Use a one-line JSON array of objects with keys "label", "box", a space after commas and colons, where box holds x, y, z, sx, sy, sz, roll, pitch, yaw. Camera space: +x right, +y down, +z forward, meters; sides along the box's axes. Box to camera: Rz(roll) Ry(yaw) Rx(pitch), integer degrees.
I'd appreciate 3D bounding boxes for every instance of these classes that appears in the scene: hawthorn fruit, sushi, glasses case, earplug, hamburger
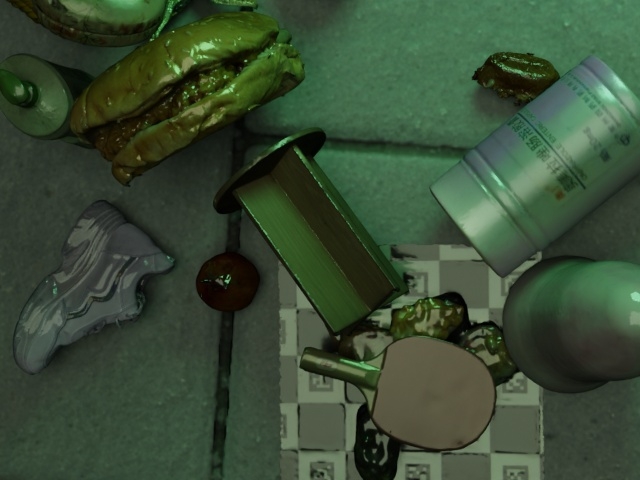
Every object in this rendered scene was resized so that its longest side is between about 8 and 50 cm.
[{"label": "hawthorn fruit", "box": [-0.123, 0.054, 1.594, 0.081, 0.093, 0.081, 0, 92, 10]}, {"label": "sushi", "box": [0.250, -0.199, 1.554, 0.118, 0.061, 0.060, 22, 135, 14]}, {"label": "sushi", "box": [0.110, 0.183, 1.574, 0.343, 0.064, 0.359, 0, 91, 9]}, {"label": "glasses case", "box": [-0.244, -0.412, 1.514, 0.156, 0.098, 0.425, 11, 58, -10]}, {"label": "earplug", "box": [0.320, 0.093, 1.402, 0.172, 0.301, 0.172, 0, 86, -4]}, {"label": "hamburger", "box": [-0.160, -0.186, 1.506, 0.259, 0.283, 0.145, -29, 93, 25]}]

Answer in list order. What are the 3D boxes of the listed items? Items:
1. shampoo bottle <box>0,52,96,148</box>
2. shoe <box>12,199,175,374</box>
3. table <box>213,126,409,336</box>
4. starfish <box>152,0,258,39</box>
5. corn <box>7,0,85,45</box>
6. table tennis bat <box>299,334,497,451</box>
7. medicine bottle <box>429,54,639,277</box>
[{"label": "shampoo bottle", "box": [-0.337, -0.174, 1.555, 0.087, 0.234, 0.118, -40, 84, 8]}, {"label": "shoe", "box": [-0.297, 0.081, 1.624, 0.137, 0.095, 0.245, 31, 89, 10]}, {"label": "table", "box": [0.000, 0.000, 1.527, 0.167, 0.167, 0.227, -37, 80, 8]}, {"label": "starfish", "box": [-0.157, -0.346, 1.616, 0.176, 0.053, 0.208, 37, 95, 8]}, {"label": "corn", "box": [-0.409, -0.401, 1.535, 0.387, 0.144, 0.144, 37, 97, -29]}, {"label": "table tennis bat", "box": [0.095, 0.177, 1.536, 0.246, 0.022, 0.138, 16, 93, 2]}, {"label": "medicine bottle", "box": [0.272, -0.087, 1.499, 0.254, 0.152, 0.152, -39, 85, 7]}]
